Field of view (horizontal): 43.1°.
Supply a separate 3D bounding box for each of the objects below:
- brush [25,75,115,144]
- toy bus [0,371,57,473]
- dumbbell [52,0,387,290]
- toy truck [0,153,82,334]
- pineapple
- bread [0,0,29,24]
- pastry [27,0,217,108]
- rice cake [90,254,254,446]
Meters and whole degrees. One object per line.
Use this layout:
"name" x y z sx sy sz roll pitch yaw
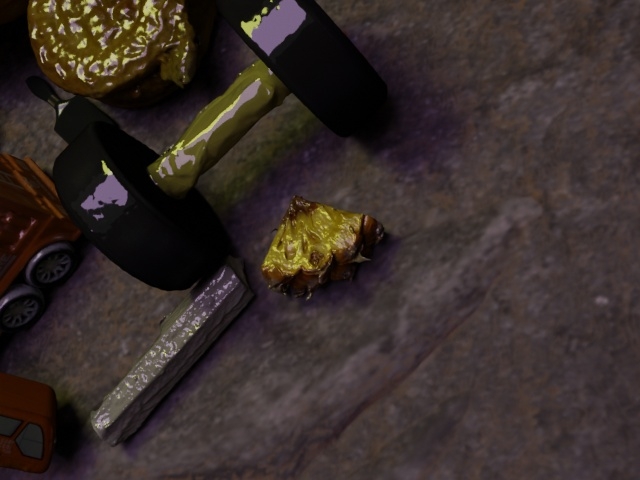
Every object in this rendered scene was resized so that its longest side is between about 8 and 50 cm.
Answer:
"brush" -0.346 -0.177 1.098 0.193 0.016 0.063 39 94 27
"toy bus" -0.484 0.162 0.874 0.092 0.409 0.093 -63 24 13
"dumbbell" -0.106 -0.119 0.865 0.322 0.204 0.203 -43 63 9
"toy truck" -0.489 0.064 0.993 0.173 0.207 0.387 42 96 28
"pineapple" 0.000 0.000 0.871 0.137 0.069 0.116 -25 62 8
"bread" -0.509 -0.424 1.096 0.398 0.215 0.398 -14 53 20
"pastry" -0.238 -0.284 1.025 0.235 0.132 0.240 -2 82 16
"rice cake" -0.169 0.123 0.919 0.256 0.052 0.057 -48 33 6
